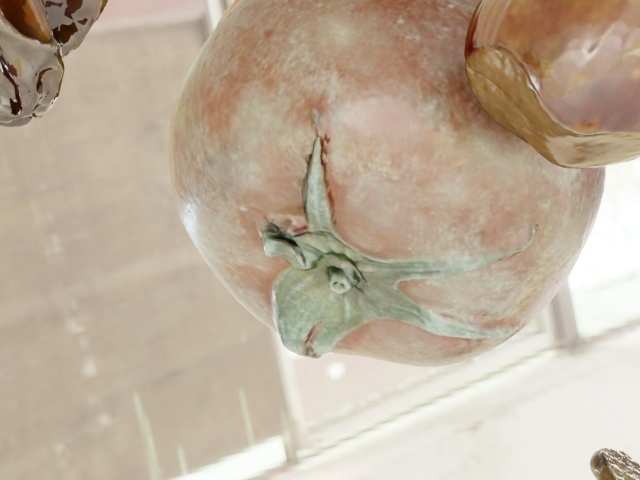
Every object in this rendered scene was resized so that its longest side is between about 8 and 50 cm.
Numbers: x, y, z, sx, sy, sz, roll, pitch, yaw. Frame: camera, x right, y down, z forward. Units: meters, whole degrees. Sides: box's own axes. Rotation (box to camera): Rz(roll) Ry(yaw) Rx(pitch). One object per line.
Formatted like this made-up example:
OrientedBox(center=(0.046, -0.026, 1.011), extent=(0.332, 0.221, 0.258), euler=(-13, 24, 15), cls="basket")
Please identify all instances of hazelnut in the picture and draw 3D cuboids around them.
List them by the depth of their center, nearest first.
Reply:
OrientedBox(center=(0.161, -0.116, 0.868), extent=(0.143, 0.143, 0.154), euler=(-12, -179, -11), cls="hazelnut")

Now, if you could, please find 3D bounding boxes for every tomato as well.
OrientedBox(center=(0.045, -0.057, 1.066), extent=(0.317, 0.316, 0.282), euler=(-8, -138, 36), cls="tomato")

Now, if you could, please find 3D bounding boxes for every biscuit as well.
OrientedBox(center=(0.399, 0.334, 1.764), extent=(0.036, 0.212, 0.212), euler=(-42, 176, 15), cls="biscuit")

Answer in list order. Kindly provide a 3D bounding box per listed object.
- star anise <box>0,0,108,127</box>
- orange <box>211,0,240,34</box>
OrientedBox(center=(-0.217, -0.110, 0.721), extent=(0.220, 0.125, 0.190), euler=(14, -138, 9), cls="star anise")
OrientedBox(center=(-0.006, -0.175, 1.589), extent=(0.246, 0.246, 0.246), euler=(-11, -176, 1), cls="orange")
